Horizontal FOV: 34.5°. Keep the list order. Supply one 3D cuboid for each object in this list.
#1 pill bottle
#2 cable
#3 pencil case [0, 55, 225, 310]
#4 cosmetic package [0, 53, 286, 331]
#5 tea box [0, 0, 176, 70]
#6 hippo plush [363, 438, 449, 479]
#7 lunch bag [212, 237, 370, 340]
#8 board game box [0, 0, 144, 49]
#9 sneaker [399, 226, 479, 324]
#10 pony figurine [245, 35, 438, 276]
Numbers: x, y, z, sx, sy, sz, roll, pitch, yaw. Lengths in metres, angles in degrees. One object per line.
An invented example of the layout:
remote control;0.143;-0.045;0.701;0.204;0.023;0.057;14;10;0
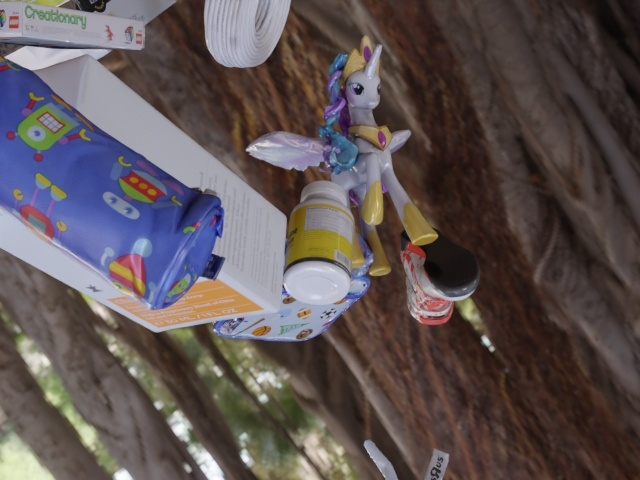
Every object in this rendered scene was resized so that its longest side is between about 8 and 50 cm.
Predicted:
pill bottle;0.000;0.000;1.587;0.103;0.103;0.184;-32;-142;37
cable;-0.134;-0.445;1.922;0.257;0.089;0.257;-59;162;-48
pencil case;-0.228;-0.058;0.979;0.133;0.306;0.119;-53;172;-27
cosmetic package;-0.255;-0.037;1.358;0.230;0.161;0.453;-12;150;27
tea box;-0.499;-0.514;1.986;0.220;0.323;0.329;-18;-159;26
hippo plush;0.162;0.466;1.442;0.234;0.294;0.236;8;-176;-2
lunch bag;-0.065;0.093;1.982;0.303;0.115;0.243;6;141;-44
board game box;-0.446;-0.338;1.635;0.193;0.053;0.305;6;-172;24
sneaker;0.202;0.082;1.697;0.090;0.144;0.270;-12;-159;-9
pony figurine;0.061;-0.127;1.793;0.303;0.363;0.351;-4;163;-22
